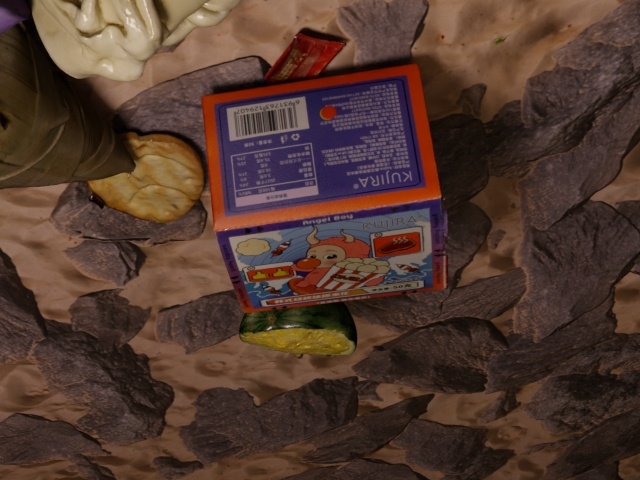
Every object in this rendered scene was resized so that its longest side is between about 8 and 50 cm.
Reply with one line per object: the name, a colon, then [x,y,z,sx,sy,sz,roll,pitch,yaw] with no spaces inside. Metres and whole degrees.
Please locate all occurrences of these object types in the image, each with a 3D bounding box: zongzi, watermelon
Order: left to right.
zongzi: [-0.578,-0.126,1.945,0.499,0.218,0.467,-11,155,12]
watermelon: [-0.034,0.140,2.355,0.204,0.127,0.232,-11,158,38]

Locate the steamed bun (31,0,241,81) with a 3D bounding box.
steamed bun: [-0.229,-0.351,1.616,0.289,0.276,0.203,1,145,37]

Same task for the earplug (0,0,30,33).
earplug: [-0.600,-0.246,1.630,0.455,0.215,0.215,-32,143,10]

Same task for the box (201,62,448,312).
box: [0.012,-0.071,2.075,0.348,0.257,0.319,-8,153,1]

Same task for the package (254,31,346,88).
package: [-0.045,-0.253,2.016,0.083,0.022,0.200,13,144,-28]

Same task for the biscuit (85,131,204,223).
biscuit: [-0.291,-0.103,2.193,0.202,0.041,0.260,-14,148,5]
